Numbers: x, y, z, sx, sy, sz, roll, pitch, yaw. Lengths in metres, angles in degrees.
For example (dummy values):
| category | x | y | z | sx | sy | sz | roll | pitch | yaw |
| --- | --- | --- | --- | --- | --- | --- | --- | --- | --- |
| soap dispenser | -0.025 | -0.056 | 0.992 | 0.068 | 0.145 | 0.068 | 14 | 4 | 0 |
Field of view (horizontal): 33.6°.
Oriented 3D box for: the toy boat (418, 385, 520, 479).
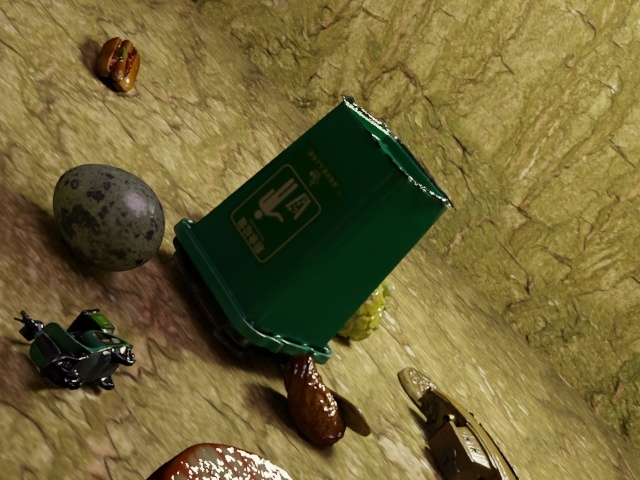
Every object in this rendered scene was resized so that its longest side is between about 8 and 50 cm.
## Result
| category | x | y | z | sx | sy | sz | roll | pitch | yaw |
| --- | --- | --- | --- | --- | --- | --- | --- | --- | --- |
| toy boat | 0.263 | 0.392 | 1.936 | 0.121 | 0.089 | 0.321 | 20 | 27 | -37 |

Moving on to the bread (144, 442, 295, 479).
| category | x | y | z | sx | sy | sz | roll | pitch | yaw |
| --- | --- | --- | --- | --- | --- | --- | --- | --- | --- |
| bread | -0.069 | 0.341 | 0.994 | 0.295 | 0.114 | 0.328 | 42 | 15 | -18 |

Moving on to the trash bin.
| category | x | y | z | sx | sy | sz | roll | pitch | yaw |
| --- | --- | --- | --- | --- | --- | --- | --- | --- | --- |
| trash bin | 0.000 | 0.000 | 1.634 | 0.295 | 0.381 | 0.259 | 26 | 24 | -56 |

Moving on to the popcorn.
| category | x | y | z | sx | sy | sz | roll | pitch | yaw |
| --- | --- | --- | --- | --- | --- | --- | --- | --- | --- |
| popcorn | 0.071 | 0.123 | 2.041 | 0.135 | 0.162 | 0.142 | 153 | -67 | -72 |

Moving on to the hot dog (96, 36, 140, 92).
| category | x | y | z | sx | sy | sz | roll | pitch | yaw |
| --- | --- | --- | --- | --- | --- | --- | --- | --- | --- |
| hot dog | -0.406 | -0.360 | 2.150 | 0.092 | 0.062 | 0.236 | 44 | 14 | -24 |

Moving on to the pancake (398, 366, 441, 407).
| category | x | y | z | sx | sy | sz | roll | pitch | yaw |
| --- | --- | --- | --- | --- | --- | --- | --- | --- | --- |
| pancake | 0.218 | 0.315 | 2.154 | 0.151 | 0.025 | 0.152 | 42 | 14 | -13 |

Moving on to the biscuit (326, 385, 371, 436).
| category | x | y | z | sx | sy | sz | roll | pitch | yaw |
| --- | --- | --- | --- | --- | --- | --- | --- | --- | --- |
| biscuit | 0.029 | 0.257 | 1.626 | 0.147 | 0.018 | 0.071 | 23 | -35 | 52 |

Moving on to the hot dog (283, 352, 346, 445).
| category | x | y | z | sx | sy | sz | roll | pitch | yaw |
| --- | --- | --- | --- | --- | --- | --- | --- | --- | --- |
| hot dog | -0.014 | 0.238 | 1.567 | 0.099 | 0.065 | 0.147 | -105 | 170 | -67 |

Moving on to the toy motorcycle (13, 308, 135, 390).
| category | x | y | z | sx | sy | sz | roll | pitch | yaw |
| --- | --- | --- | --- | --- | --- | --- | --- | --- | --- |
| toy motorcycle | -0.269 | 0.121 | 1.162 | 0.100 | 0.058 | 0.173 | 42 | 11 | 13 |

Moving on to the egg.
| category | x | y | z | sx | sy | sz | roll | pitch | yaw |
| --- | --- | --- | --- | --- | --- | --- | --- | --- | --- |
| egg | -0.284 | -0.034 | 1.407 | 0.172 | 0.132 | 0.132 | 39 | 10 | 22 |
